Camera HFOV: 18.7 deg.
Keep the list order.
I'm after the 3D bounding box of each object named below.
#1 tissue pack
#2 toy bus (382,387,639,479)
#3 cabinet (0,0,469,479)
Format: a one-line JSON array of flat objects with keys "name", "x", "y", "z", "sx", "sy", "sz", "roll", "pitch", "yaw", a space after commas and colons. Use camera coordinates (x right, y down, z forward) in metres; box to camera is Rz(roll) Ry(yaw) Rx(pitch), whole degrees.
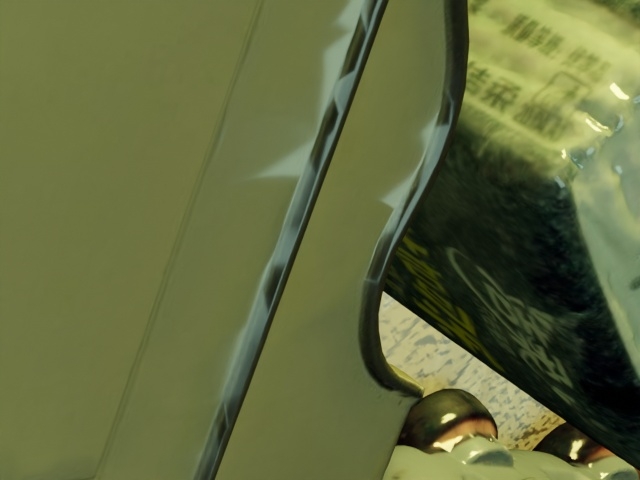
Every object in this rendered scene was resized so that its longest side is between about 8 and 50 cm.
[{"name": "tissue pack", "x": 0.028, "y": -0.040, "z": 0.633, "sx": 0.081, "sy": 0.257, "sz": 0.185, "roll": -47, "pitch": 141, "yaw": -11}, {"name": "toy bus", "x": 0.100, "y": 0.220, "z": 0.967, "sx": 0.288, "sy": 0.194, "sz": 0.232, "roll": 12, "pitch": 118, "yaw": -52}, {"name": "cabinet", "x": -0.143, "y": -0.084, "z": 0.389, "sx": 0.318, "sy": 0.290, "sz": 0.227, "roll": -1, "pitch": 115, "yaw": -49}]
